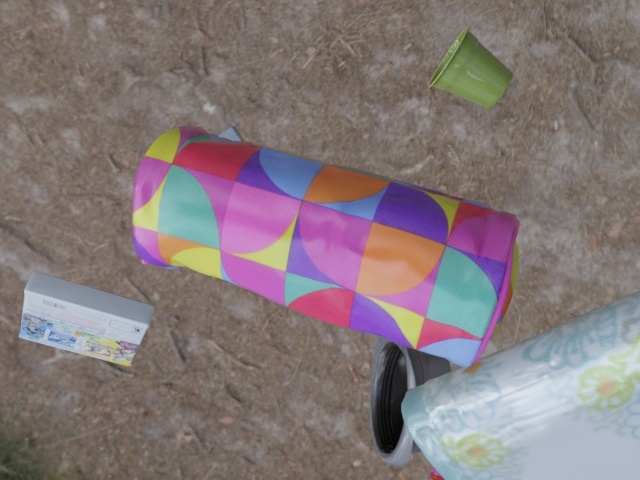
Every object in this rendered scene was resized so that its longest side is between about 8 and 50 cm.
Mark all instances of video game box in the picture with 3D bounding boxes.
[{"bbox_3d":[-0.409,0.142,1.138,0.205,0.048,0.187,19,139,-16],"label":"video game box"}]

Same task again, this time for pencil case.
[{"bbox_3d":[0.000,0.000,0.404,0.236,0.104,0.105,17,123,15],"label":"pencil case"}]

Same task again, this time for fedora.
[{"bbox_3d":[0.185,0.302,1.276,0.124,0.243,0.276,4,89,-13],"label":"fedora"}]

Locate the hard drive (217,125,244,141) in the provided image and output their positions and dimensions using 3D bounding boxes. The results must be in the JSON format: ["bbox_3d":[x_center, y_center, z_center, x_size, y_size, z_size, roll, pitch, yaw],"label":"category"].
[{"bbox_3d":[-0.147,-0.111,1.110,0.094,0.022,0.135,-33,96,7],"label":"hard drive"}]

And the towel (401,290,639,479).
[{"bbox_3d":[0.310,0.202,0.615,0.320,0.090,0.374,-33,116,27],"label":"towel"}]

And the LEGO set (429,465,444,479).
[{"bbox_3d":[0.241,0.455,1.104,0.087,0.093,0.227,19,168,1],"label":"LEGO set"}]

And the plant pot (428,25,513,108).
[{"bbox_3d":[0.186,-0.201,0.788,0.079,0.083,0.083,31,125,-4],"label":"plant pot"}]
